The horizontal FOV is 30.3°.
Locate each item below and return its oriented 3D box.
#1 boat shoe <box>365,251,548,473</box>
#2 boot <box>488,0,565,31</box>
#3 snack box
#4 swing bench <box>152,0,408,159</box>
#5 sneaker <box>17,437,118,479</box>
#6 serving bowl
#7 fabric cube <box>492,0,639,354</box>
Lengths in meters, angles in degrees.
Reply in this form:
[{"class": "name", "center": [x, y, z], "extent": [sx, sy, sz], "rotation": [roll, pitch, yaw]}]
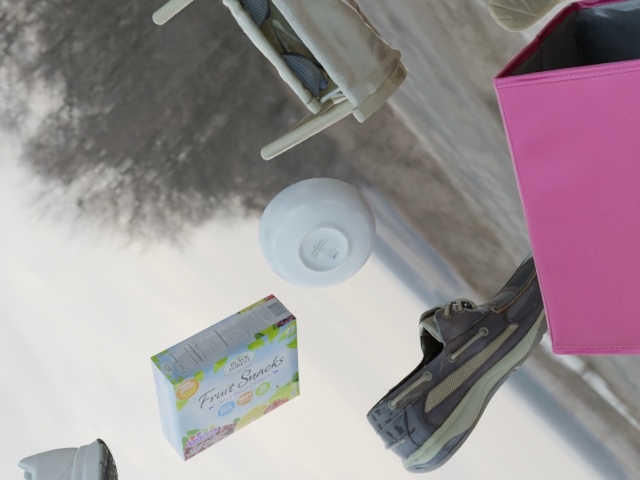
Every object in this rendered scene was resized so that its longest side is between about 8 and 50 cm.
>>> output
[{"class": "boat shoe", "center": [0.191, 0.135, 1.535], "extent": [0.130, 0.355, 0.132], "rotation": [40, 157, -1]}, {"class": "boot", "center": [0.368, -0.411, 1.636], "extent": [0.095, 0.203, 0.262], "rotation": [46, 143, -9]}, {"class": "snack box", "center": [-0.132, 0.196, 1.686], "extent": [0.070, 0.207, 0.175], "rotation": [41, 147, 36]}, {"class": "swing bench", "center": [-0.036, -0.269, 1.520], "extent": [0.253, 0.165, 0.254], "rotation": [53, 148, -13]}, {"class": "sneaker", "center": [-0.318, 0.383, 1.421], "extent": [0.111, 0.129, 0.297], "rotation": [82, -175, -49]}, {"class": "serving bowl", "center": [0.000, 0.000, 0.811], "extent": [0.083, 0.083, 0.027], "rotation": [44, -167, -28]}, {"class": "fabric cube", "center": [0.329, -0.074, 1.026], "extent": [0.259, 0.254, 0.258], "rotation": [-45, -57, -53]}]
